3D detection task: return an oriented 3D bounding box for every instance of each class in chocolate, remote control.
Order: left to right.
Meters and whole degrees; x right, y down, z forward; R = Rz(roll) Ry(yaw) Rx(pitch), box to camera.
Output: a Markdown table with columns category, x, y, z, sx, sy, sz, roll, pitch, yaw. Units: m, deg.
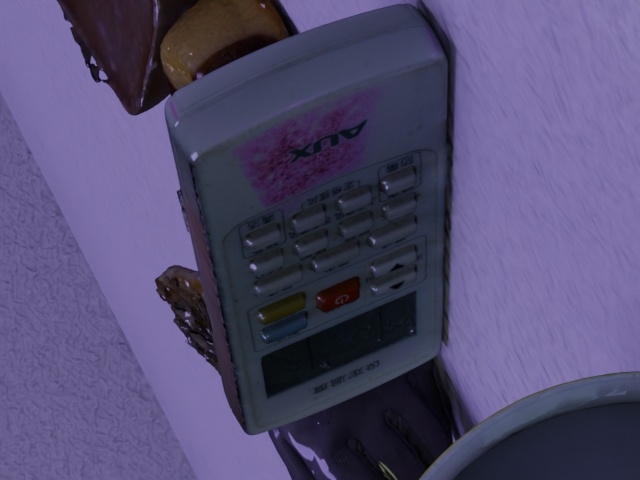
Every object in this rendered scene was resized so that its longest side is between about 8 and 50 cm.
| category | x | y | z | sx | sy | sz | roll | pitch | yaw |
| --- | --- | --- | --- | --- | --- | --- | --- | --- | --- |
| chocolate | -0.149 | -0.225 | 1.349 | 0.261 | 0.083 | 0.161 | 58 | 150 | 24 |
| remote control | 0.000 | 0.001 | 1.032 | 0.344 | 0.145 | 0.050 | 83 | 162 | -61 |

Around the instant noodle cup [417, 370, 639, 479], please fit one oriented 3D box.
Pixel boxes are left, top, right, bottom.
| category | x | y | z | sx | sy | sz | roll | pitch | yaw |
| --- | --- | --- | --- | --- | --- | --- | --- | --- | --- |
| instant noodle cup | 0.111 | 0.196 | 0.684 | 0.311 | 0.311 | 0.221 | 58 | 157 | 24 |

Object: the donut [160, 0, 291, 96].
| category | x | y | z | sx | sy | sz | roll | pitch | yaw |
| --- | --- | --- | --- | --- | --- | --- | --- | --- | --- |
| donut | -0.050 | -0.089 | 1.241 | 0.166 | 0.073 | 0.184 | 59 | 169 | 11 |

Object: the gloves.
| category | x | y | z | sx | sy | sz | roll | pitch | yaw |
| --- | --- | --- | --- | --- | --- | --- | --- | --- | --- |
| gloves | 0.010 | 0.103 | 1.251 | 0.285 | 0.142 | 0.119 | 54 | -168 | 23 |

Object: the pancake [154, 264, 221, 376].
| category | x | y | z | sx | sy | sz | roll | pitch | yaw |
| --- | --- | --- | --- | --- | --- | --- | --- | --- | --- |
| pancake | -0.029 | 0.120 | 1.492 | 0.282 | 0.049 | 0.282 | 44 | 171 | 9 |
